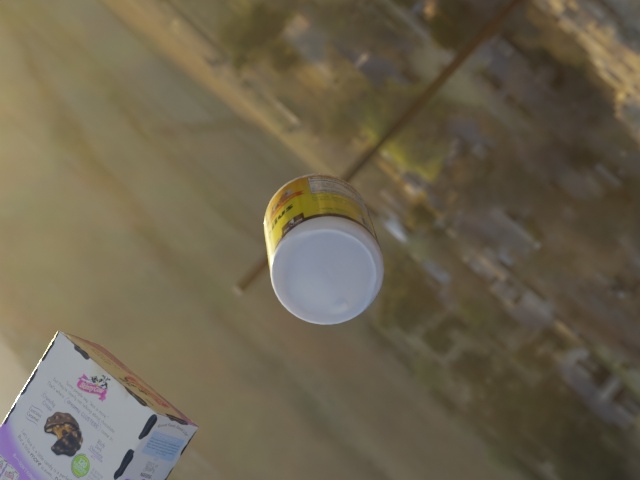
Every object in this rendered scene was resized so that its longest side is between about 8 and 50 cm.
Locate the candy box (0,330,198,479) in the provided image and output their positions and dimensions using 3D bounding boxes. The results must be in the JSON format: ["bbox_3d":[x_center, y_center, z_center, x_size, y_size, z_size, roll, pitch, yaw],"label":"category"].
[{"bbox_3d":[-0.235,0.213,1.613,0.165,0.196,0.070,35,-176,38],"label":"candy box"}]

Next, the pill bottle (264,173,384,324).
[{"bbox_3d":[0.000,0.000,1.791,0.117,0.117,0.215,45,-170,-17],"label":"pill bottle"}]
